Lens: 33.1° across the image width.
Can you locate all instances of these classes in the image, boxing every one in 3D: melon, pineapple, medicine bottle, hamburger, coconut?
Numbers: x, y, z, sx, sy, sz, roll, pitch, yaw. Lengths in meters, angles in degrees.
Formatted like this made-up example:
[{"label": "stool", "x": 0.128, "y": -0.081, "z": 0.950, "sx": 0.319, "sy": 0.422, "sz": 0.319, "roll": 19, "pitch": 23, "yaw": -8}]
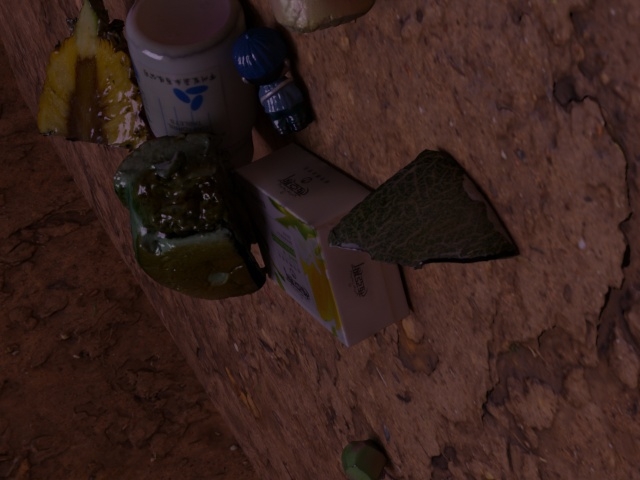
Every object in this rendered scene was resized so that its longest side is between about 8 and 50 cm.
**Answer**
[{"label": "melon", "x": 0.111, "y": -0.030, "z": 1.159, "sx": 0.093, "sy": 0.202, "sz": 0.140, "roll": 58, "pitch": -144, "yaw": -77}, {"label": "pineapple", "x": -0.368, "y": -0.321, "z": 2.057, "sx": 0.344, "sy": 0.209, "sz": 0.286, "roll": 12, "pitch": 102, "yaw": 38}, {"label": "medicine bottle", "x": -0.178, "y": -0.223, "z": 1.576, "sx": 0.170, "sy": 0.170, "sz": 0.293, "roll": 52, "pitch": 162, "yaw": 32}, {"label": "hamburger", "x": -0.192, "y": -0.030, "z": 1.568, "sx": 0.288, "sy": 0.192, "sz": 0.168, "roll": 70, "pitch": -162, "yaw": -62}, {"label": "coconut", "x": 0.075, "y": 0.388, "z": 1.897, "sx": 0.082, "sy": 0.081, "sz": 0.083, "roll": 1, "pitch": 144, "yaw": 31}, {"label": "coconut", "x": -0.006, "y": -0.282, "z": 1.095, "sx": 0.116, "sy": 0.116, "sz": 0.122, "roll": 30, "pitch": 141, "yaw": 60}]

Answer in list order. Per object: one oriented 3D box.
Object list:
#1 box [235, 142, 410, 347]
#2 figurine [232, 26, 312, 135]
[{"label": "box", "x": 0.000, "y": 0.000, "z": 1.495, "sx": 0.260, "sy": 0.111, "sz": 0.195, "roll": 33, "pitch": 146, "yaw": 55}, {"label": "figurine", "x": -0.067, "y": -0.213, "z": 1.440, "sx": 0.086, "sy": 0.087, "sz": 0.149, "roll": -10, "pitch": 111, "yaw": 32}]
